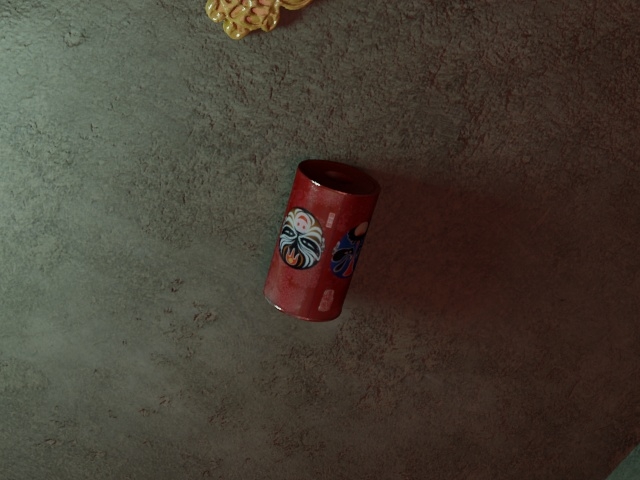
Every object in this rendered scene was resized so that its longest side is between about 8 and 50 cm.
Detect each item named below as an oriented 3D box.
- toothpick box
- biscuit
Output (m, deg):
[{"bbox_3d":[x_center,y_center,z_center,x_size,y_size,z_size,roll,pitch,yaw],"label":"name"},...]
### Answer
[{"bbox_3d":[0.000,0.000,2.004,0.204,0.204,0.333,9,115,-17],"label":"toothpick box"},{"bbox_3d":[-0.115,-0.553,1.791,0.288,0.044,0.202,-40,118,6],"label":"biscuit"}]
